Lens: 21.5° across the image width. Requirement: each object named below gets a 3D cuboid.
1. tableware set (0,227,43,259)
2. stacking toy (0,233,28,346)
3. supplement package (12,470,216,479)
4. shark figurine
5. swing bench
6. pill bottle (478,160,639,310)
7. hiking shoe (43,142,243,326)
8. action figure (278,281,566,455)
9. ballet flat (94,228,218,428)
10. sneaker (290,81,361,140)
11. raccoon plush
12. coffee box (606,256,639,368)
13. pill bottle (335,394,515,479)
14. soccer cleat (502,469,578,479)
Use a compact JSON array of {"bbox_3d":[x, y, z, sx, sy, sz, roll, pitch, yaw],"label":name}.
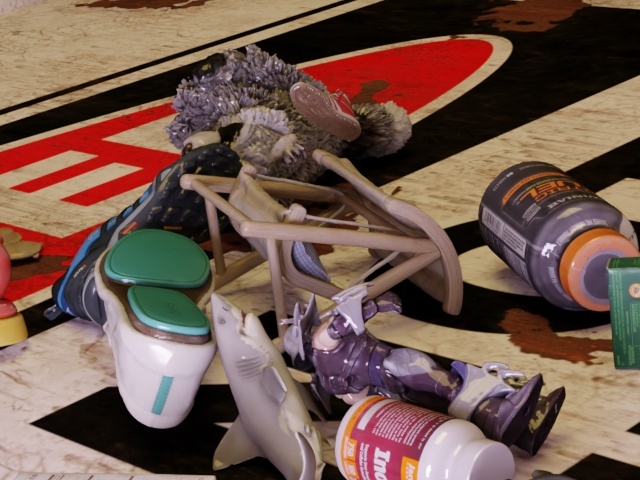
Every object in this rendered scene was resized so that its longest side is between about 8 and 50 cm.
[{"bbox_3d":[-0.465,0.016,2.311,0.169,0.020,0.141,-12,22,-18],"label":"tableware set"},{"bbox_3d":[-0.517,0.064,1.923,0.280,0.130,0.309,1,7,25],"label":"stacking toy"},{"bbox_3d":[-0.178,0.258,1.381,0.179,0.105,0.105,-2,20,16],"label":"supplement package"},{"bbox_3d":[-0.054,0.193,1.588,0.116,0.166,0.278,-32,38,5],"label":"shark figurine"},{"bbox_3d":[0.000,0.000,1.966,0.255,0.165,0.253,-13,20,-18],"label":"swing bench"},{"bbox_3d":[0.277,0.001,1.914,0.130,0.130,0.245,-11,20,-11],"label":"pill bottle"},{"bbox_3d":[-0.217,-0.019,2.079,0.132,0.113,0.304,3,41,46],"label":"hiking shoe"},{"bbox_3d":[0.081,0.125,1.612,0.285,0.185,0.099,18,69,26],"label":"action figure"},{"bbox_3d":[-0.183,0.094,1.819,0.139,0.139,0.400,-9,16,-5],"label":"ballet flat"},{"bbox_3d":[0.002,-0.183,2.237,0.042,0.118,0.067,-42,33,20],"label":"sneaker"},{"bbox_3d":[-0.002,-0.135,2.328,0.446,0.216,0.299,-13,32,-26],"label":"raccoon plush"},{"bbox_3d":[0.385,0.072,1.703,0.184,0.113,0.040,-3,17,16],"label":"coffee box"},{"bbox_3d":[0.093,0.193,1.498,0.152,0.086,0.086,11,27,44],"label":"pill bottle"},{"bbox_3d":[0.113,0.259,1.299,0.289,0.093,0.121,-18,28,-26],"label":"soccer cleat"}]
